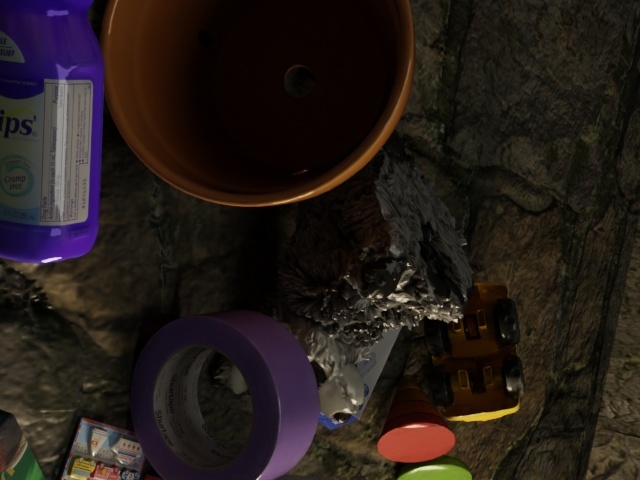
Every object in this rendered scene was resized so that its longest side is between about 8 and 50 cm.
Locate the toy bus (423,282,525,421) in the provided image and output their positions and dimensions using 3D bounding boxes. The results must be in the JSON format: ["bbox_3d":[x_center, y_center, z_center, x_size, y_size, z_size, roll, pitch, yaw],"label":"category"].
[{"bbox_3d":[0.263,0.208,1.829,0.211,0.150,0.220,61,23,-60],"label":"toy bus"}]

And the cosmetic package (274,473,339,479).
[{"bbox_3d":[-0.057,0.394,1.317,0.183,0.151,0.151,-69,154,-49],"label":"cosmetic package"}]

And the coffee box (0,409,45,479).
[{"bbox_3d":[-0.293,0.251,0.996,0.113,0.040,0.184,-50,140,-42],"label":"coffee box"}]

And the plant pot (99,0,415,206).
[{"bbox_3d":[-0.040,-0.171,1.081,0.203,0.291,0.290,10,91,-77],"label":"plant pot"}]

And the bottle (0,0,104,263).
[{"bbox_3d":[-0.232,-0.127,0.890,0.092,0.118,0.282,-16,114,-58],"label":"bottle"}]

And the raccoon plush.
[{"bbox_3d":[0.000,0.000,1.367,0.216,0.299,0.446,32,39,-44],"label":"raccoon plush"}]

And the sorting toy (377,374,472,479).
[{"bbox_3d":[0.176,0.339,1.836,0.365,0.127,0.126,66,15,-51],"label":"sorting toy"}]

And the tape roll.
[{"bbox_3d":[-0.101,0.168,1.156,0.080,0.189,0.188,-4,104,-61],"label":"tape roll"}]

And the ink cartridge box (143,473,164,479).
[{"bbox_3d":[-0.176,0.288,1.231,0.063,0.029,0.115,44,61,-56],"label":"ink cartridge box"}]

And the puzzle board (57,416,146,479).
[{"bbox_3d":[-0.224,0.241,1.147,0.128,0.011,0.096,38,67,-59],"label":"puzzle board"}]

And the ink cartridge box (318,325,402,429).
[{"bbox_3d":[0.058,0.156,1.529,0.207,0.046,0.097,-63,-168,-27],"label":"ink cartridge box"}]
